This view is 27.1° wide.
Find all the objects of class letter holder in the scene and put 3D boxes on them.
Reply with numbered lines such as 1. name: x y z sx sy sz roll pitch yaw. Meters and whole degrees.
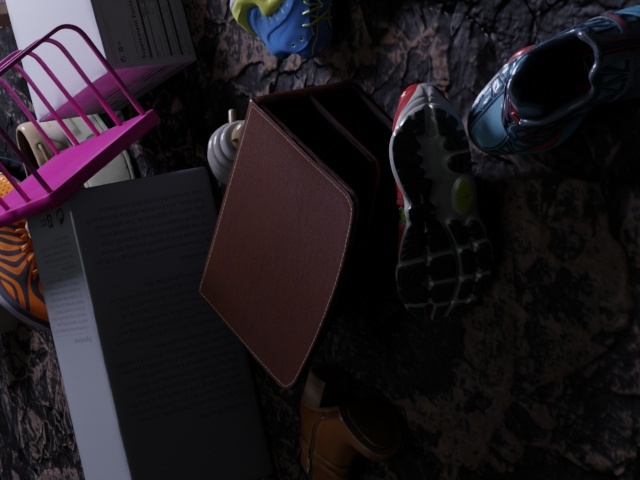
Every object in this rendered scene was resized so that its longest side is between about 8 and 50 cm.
1. letter holder: 0.000 0.000 1.578 0.214 0.152 0.302 47 135 32

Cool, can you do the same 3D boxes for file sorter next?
1. file sorter: -0.406 -0.150 1.810 0.290 0.202 0.182 -14 116 53

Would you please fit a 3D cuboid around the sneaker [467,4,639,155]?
1. sneaker: 0.209 -0.151 1.262 0.262 0.125 0.104 -31 75 53

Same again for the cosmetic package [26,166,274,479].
1. cosmetic package: -0.243 0.142 1.886 0.161 0.230 0.454 -12 90 55

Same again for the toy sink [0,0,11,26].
1. toy sink: -0.533 -0.440 2.179 0.234 0.131 0.153 -5 97 59

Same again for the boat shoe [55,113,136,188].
1. boat shoe: -0.345 -0.134 2.086 0.233 0.084 0.079 61 180 10

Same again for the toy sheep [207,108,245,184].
1. toy sheep: -0.108 -0.116 1.746 0.091 0.091 0.132 63 156 19

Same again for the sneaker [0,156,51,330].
1. sneaker: -0.507 -0.002 2.286 0.180 0.125 0.321 -32 104 17

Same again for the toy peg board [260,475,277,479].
1. toy peg board: -0.056 0.440 1.853 0.161 0.079 0.161 21 118 49

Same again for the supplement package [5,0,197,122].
1. supplement package: -0.324 -0.310 1.922 0.262 0.145 0.204 -20 85 54

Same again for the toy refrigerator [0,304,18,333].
1. toy refrigerator: -0.614 0.044 2.479 0.102 0.094 0.270 38 130 32

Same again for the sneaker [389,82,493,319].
1. sneaker: 0.129 -0.043 1.447 0.118 0.107 0.279 -93 -1 -59

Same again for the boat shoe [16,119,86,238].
1. boat shoe: -0.435 -0.031 2.191 0.121 0.110 0.341 -1 100 54

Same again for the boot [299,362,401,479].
1. boot: 0.034 0.265 1.684 0.197 0.072 0.152 46 134 53

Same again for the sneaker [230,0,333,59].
1. sneaker: -0.006 -0.294 1.565 0.126 0.091 0.240 55 143 -2
